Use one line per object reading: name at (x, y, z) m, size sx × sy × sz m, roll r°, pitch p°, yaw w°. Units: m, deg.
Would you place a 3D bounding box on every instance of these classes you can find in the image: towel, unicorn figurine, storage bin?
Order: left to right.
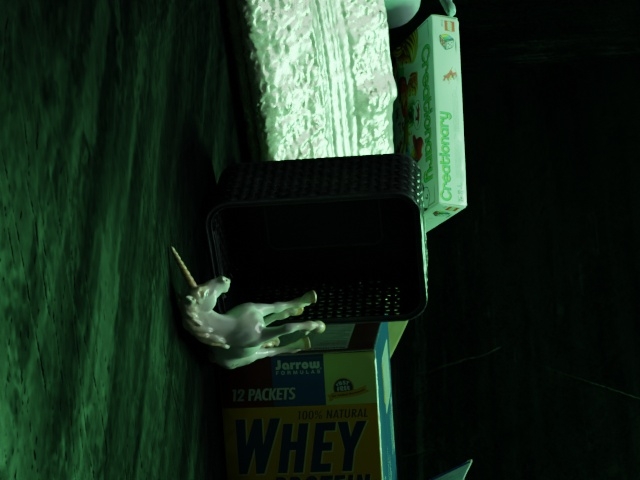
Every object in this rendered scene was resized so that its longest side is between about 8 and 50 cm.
unicorn figurine at (-0.057, 0.065, 1.028) m, size 0.162 × 0.111 × 0.060 m, roll 101°, pitch -26°, yaw -54°
towel at (-0.005, -0.161, 1.339) m, size 0.187 × 0.049 × 0.282 m, roll -32°, pitch 126°, yaw -35°
storage bin at (0.000, 0.000, 1.140) m, size 0.084 × 0.180 × 0.122 m, roll -83°, pitch 168°, yaw -63°

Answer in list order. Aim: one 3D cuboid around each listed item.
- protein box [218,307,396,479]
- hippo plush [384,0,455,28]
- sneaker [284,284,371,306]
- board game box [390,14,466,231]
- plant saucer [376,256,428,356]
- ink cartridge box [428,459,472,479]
protein box at (-0.004, 0.177, 1.212) m, size 0.201 × 0.135 × 0.200 m, roll -53°, pitch 139°, yaw -80°
hippo plush at (0.111, -0.446, 2.035) m, size 0.234 × 0.294 × 0.236 m, roll -59°, pitch 173°, yaw -17°
sneaker at (0.004, 0.047, 1.537) m, size 0.299 × 0.120 × 0.112 m, roll -72°, pitch 179°, yaw -64°
board game box at (0.157, -0.171, 2.058) m, size 0.193 × 0.053 × 0.305 m, roll 143°, pitch -51°, yaw -63°
plant saucer at (0.073, 0.133, 1.861) m, size 0.278 × 0.041 × 0.278 m, roll -58°, pitch 166°, yaw -23°
ink cartridge box at (0.051, 0.319, 1.187) m, size 0.065 × 0.165 × 0.332 m, roll 56°, pitch 25°, yaw -4°
